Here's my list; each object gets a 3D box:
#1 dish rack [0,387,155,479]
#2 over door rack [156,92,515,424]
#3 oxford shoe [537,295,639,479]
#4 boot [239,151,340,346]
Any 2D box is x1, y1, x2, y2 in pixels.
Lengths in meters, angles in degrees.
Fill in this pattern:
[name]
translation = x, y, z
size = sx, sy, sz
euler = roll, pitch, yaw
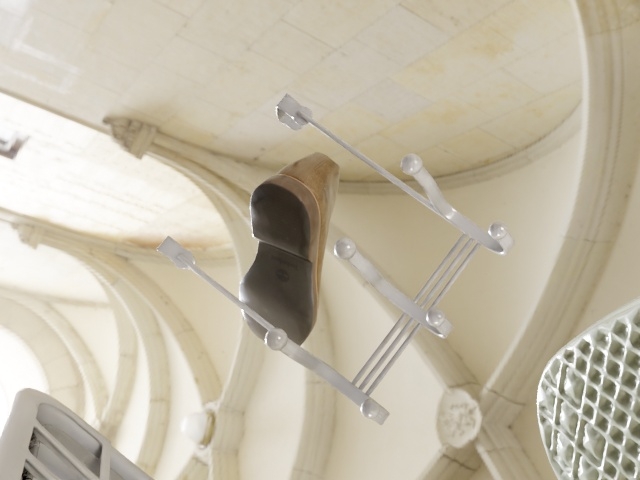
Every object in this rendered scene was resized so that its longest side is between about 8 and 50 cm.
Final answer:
[dish rack]
translation = -0.102, 0.255, 0.456
size = 0.072, 0.333, 0.285
euler = -47, -163, -9
[over door rack]
translation = 0.000, 0.000, 0.725
size = 0.324, 0.108, 0.239
euler = 35, -99, 23
[oxford shoe]
translation = 0.254, 0.041, 0.269
size = 0.449, 0.130, 0.169
euler = 123, -40, -63
[boot]
translation = -0.028, 0.024, 0.870
size = 0.115, 0.112, 0.305
euler = -50, 160, -43
